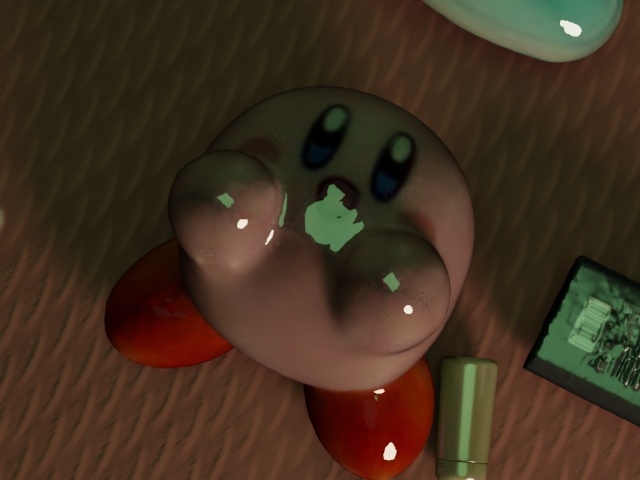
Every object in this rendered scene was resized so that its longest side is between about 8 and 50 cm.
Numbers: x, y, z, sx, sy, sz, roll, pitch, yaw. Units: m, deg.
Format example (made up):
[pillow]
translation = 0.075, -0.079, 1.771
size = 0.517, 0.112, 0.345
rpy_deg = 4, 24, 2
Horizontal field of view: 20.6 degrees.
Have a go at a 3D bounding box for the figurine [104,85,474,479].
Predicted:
[figurine]
translation = 0.001, 0.000, 1.309
size = 0.269, 0.261, 0.211
rpy_deg = 25, 56, 5

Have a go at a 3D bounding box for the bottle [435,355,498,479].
[bottle]
translation = 0.111, 0.139, 1.358
size = 0.045, 0.045, 0.096
rpy_deg = 6, 84, 2

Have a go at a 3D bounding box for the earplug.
[earplug]
translation = 0.104, -0.266, 1.359
size = 0.324, 0.185, 0.185
rpy_deg = 41, 84, 1

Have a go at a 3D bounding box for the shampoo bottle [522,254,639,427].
[shampoo bottle]
translation = 0.314, 0.124, 1.343
size = 0.309, 0.071, 0.098
rpy_deg = 27, 82, 4
